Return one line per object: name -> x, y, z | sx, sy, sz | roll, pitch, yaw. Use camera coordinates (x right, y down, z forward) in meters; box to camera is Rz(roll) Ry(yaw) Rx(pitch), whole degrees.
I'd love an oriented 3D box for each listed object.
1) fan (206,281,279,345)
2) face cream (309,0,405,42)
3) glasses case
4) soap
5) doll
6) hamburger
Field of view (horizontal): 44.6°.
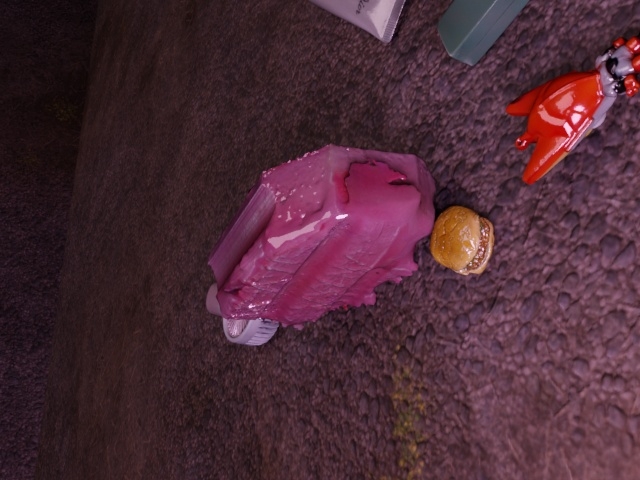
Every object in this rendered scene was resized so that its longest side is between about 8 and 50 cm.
fan -> -0.141, 0.109, 1.346 | 0.244, 0.074, 0.130 | 0, 77, 61
face cream -> 0.051, -0.419, 1.278 | 0.314, 0.089, 0.143 | 35, 108, 49
glasses case -> 0.218, -0.306, 0.949 | 0.184, 0.039, 0.077 | -50, 37, 37
soap -> 0.000, 0.000, 0.994 | 0.325, 0.220, 0.127 | -47, 45, 53
doll -> 0.257, -0.141, 0.777 | 0.169, 0.057, 0.109 | -44, 38, 44
hamburger -> 0.161, -0.001, 0.893 | 0.083, 0.044, 0.076 | 15, 88, 64
